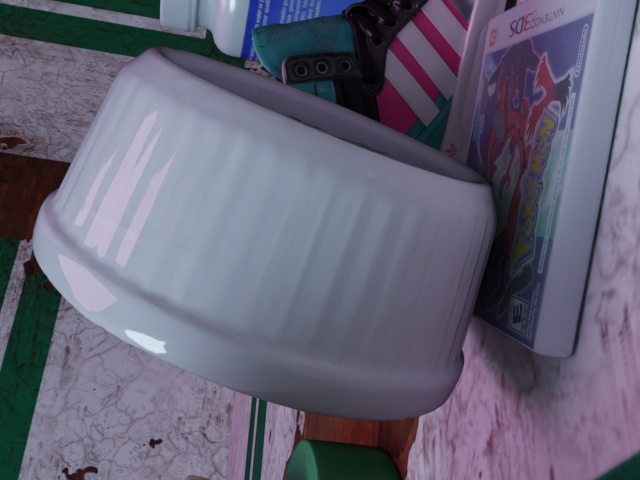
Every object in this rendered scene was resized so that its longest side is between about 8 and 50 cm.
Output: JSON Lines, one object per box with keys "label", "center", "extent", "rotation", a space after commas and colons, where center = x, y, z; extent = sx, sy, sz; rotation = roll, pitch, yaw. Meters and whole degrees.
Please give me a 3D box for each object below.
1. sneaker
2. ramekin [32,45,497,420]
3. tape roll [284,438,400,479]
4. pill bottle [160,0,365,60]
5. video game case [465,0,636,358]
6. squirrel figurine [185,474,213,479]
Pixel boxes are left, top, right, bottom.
{"label": "sneaker", "center": [0.038, -0.164, 0.661], "extent": [0.124, 0.178, 0.295], "rotation": [-108, 28, -73]}
{"label": "ramekin", "center": [-0.021, -0.018, 0.514], "extent": [0.273, 0.273, 0.127], "rotation": [-110, 41, -74]}
{"label": "tape roll", "center": [0.003, 0.343, 0.763], "extent": [0.321, 0.077, 0.321], "rotation": [-171, 90, -81]}
{"label": "pill bottle", "center": [-0.036, -0.274, 0.961], "extent": [0.152, 0.272, 0.152], "rotation": [-172, 90, -82]}
{"label": "video game case", "center": [0.121, -0.047, 0.515], "extent": [0.183, 0.023, 0.201], "rotation": [-145, 63, -81]}
{"label": "squirrel figurine", "center": [-0.068, 0.275, 0.318], "extent": [0.281, 0.370, 0.397], "rotation": [-122, 12, -76]}
